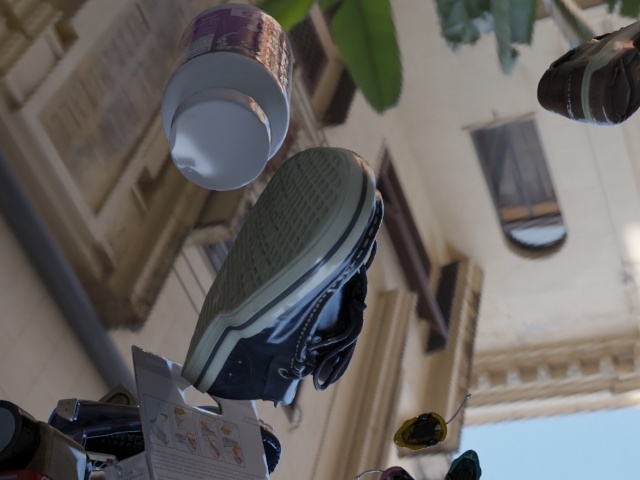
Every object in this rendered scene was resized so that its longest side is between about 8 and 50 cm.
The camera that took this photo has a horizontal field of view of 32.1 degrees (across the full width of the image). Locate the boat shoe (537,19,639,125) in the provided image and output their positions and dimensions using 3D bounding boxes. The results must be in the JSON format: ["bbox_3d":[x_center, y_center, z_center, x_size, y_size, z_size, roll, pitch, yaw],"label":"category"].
[{"bbox_3d":[0.308,-0.185,1.162,0.095,0.095,0.257,6,-161,37],"label":"boat shoe"}]

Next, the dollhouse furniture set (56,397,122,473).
[{"bbox_3d":[-0.247,0.234,1.218,0.081,0.114,0.091,8,-114,2],"label":"dollhouse furniture set"}]

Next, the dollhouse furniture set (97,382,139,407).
[{"bbox_3d":[-0.297,0.295,1.782,0.144,0.151,0.123,-40,170,-30],"label":"dollhouse furniture set"}]

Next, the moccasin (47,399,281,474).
[{"bbox_3d":[-0.217,0.310,1.580,0.342,0.137,0.117,5,-166,-18],"label":"moccasin"}]

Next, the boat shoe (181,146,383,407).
[{"bbox_3d":[-0.021,0.057,1.147,0.500,0.156,0.187,126,-17,-61],"label":"boat shoe"}]

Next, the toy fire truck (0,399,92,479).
[{"bbox_3d":[-0.321,0.263,0.897,0.217,0.158,0.246,-8,-121,17],"label":"toy fire truck"}]

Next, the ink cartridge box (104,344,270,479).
[{"bbox_3d":[-0.148,0.286,1.335,0.066,0.296,0.261,-25,-117,17],"label":"ink cartridge box"}]

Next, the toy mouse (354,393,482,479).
[{"bbox_3d":[0.127,0.272,1.273,0.161,0.143,0.031,-23,172,1],"label":"toy mouse"}]

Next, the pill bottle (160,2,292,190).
[{"bbox_3d":[-0.122,-0.191,1.479,0.169,0.169,0.301,-18,-150,10],"label":"pill bottle"}]
